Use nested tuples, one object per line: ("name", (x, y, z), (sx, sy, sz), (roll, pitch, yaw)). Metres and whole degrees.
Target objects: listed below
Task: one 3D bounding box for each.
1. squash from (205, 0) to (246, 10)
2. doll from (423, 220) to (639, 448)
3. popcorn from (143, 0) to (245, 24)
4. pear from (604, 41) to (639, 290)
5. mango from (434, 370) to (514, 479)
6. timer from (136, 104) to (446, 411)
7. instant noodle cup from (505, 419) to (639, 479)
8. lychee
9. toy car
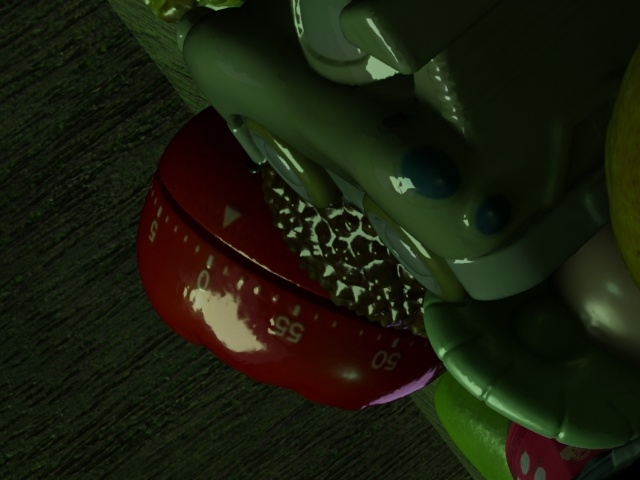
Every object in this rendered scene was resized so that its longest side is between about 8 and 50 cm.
("squash", (-0.124, -0.312, 1.806), (0.188, 0.095, 0.095), (44, 171, 24))
("doll", (0.213, 0.056, 0.974), (0.268, 0.284, 0.216), (31, 134, 12))
("popcorn", (-0.120, -0.314, 1.399), (0.204, 0.183, 0.221), (34, 155, 18))
("pear", (0.217, -0.033, 0.694), (0.200, 0.200, 0.200), (49, 173, 8))
("mango", (0.286, 0.268, 1.984), (0.343, 0.156, 0.192), (44, 172, 36))
("timer", (0.000, 0.000, 1.630), (0.378, 0.279, 0.378), (23, -162, -8))
("instant noodle cup", (0.288, 0.221, 1.475), (0.258, 0.302, 0.181), (7, -148, -26))
("lychee", (0.084, -0.066, 1.186), (0.267, 0.267, 0.267), (49, 173, 8))
("toy car", (0.057, -0.138, 0.923), (0.226, 0.242, 0.336), (54, 171, -36))
